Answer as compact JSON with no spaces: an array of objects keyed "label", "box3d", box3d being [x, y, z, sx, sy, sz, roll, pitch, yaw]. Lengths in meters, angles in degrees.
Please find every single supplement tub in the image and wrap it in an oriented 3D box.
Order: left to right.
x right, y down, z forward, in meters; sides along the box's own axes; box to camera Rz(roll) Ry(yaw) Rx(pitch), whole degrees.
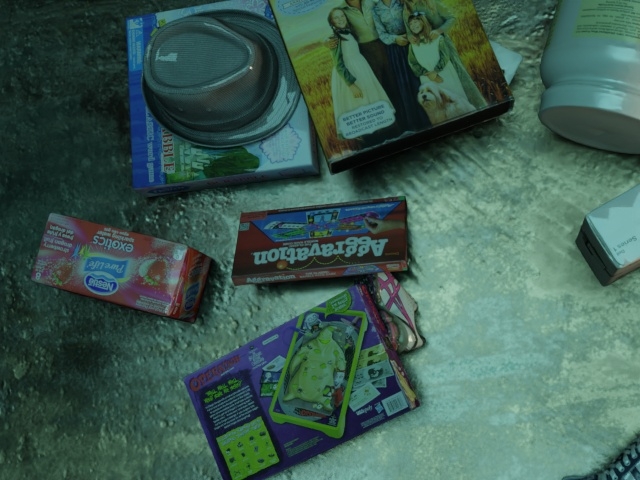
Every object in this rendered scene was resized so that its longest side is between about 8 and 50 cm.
[{"label":"supplement tub","box3d":[0.467,-0.316,1.402,0.235,0.235,0.325,16,84,14]}]

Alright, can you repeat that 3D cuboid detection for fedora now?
[{"label":"fedora","box3d":[-0.176,-0.281,1.518,0.275,0.124,0.244,9,82,13]}]

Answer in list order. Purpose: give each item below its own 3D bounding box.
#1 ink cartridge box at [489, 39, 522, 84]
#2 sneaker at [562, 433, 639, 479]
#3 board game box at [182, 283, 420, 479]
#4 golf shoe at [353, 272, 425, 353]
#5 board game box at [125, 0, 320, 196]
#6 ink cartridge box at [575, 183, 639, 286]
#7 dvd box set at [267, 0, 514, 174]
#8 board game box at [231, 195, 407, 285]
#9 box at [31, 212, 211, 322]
[{"label":"ink cartridge box","box3d":[0.220,-0.284,1.536,0.198,0.067,0.115,27,86,16]},{"label":"sneaker","box3d":[0.444,0.333,1.359,0.153,0.099,0.282,20,87,13]},{"label":"board game box","box3d":[-0.038,0.236,1.463,0.346,0.056,0.208,-29,79,20]},{"label":"golf shoe","box3d":[0.109,0.096,1.500,0.086,0.067,0.186,-2,63,-29]},{"label":"board game box","box3d":[-0.172,-0.252,1.612,0.318,0.066,0.319,-8,79,10]},{"label":"ink cartridge box","box3d":[0.467,-0.019,1.356,0.160,0.219,0.093,-30,76,5]},{"label":"dvd box set","box3d":[0.090,-0.347,1.492,0.307,0.062,0.420,-19,74,-1]},{"label":"board game box","box3d":[0.000,0.000,1.514,0.281,0.027,0.145,-6,48,11]},{"label":"box","box3d":[-0.330,0.047,1.559,0.256,0.128,0.123,13,83,13]}]
